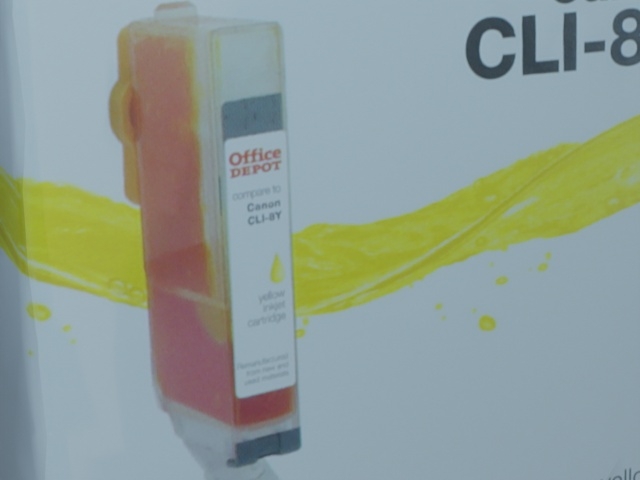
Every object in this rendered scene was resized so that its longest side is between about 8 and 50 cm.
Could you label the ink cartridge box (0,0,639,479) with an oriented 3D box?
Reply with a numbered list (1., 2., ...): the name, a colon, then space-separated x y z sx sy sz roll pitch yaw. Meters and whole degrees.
1. ink cartridge box: 0.000 0.000 0.636 0.279 0.160 0.384 -7 103 -24
